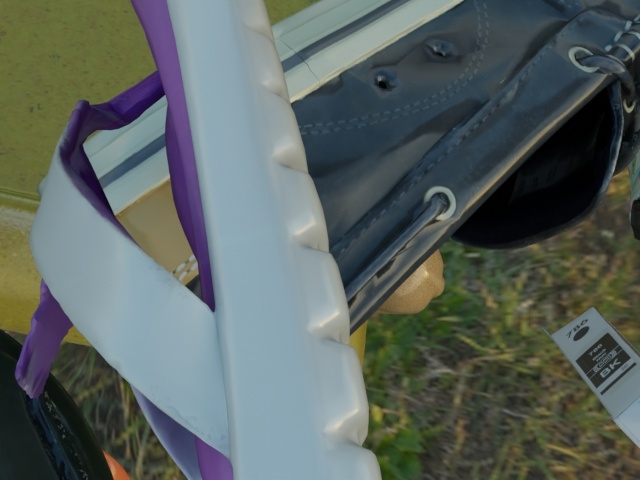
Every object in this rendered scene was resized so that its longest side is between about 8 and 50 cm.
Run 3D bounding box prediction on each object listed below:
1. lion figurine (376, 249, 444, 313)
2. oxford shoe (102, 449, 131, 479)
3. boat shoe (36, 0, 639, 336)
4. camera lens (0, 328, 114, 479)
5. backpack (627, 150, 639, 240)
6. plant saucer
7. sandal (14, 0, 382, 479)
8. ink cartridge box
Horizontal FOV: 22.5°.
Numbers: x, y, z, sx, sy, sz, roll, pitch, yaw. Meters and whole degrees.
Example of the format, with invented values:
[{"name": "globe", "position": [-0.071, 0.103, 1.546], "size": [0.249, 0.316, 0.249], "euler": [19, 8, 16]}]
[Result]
[{"name": "lion figurine", "position": [0.000, 0.000, 1.361], "size": [0.392, 0.240, 0.142], "euler": [6, 98, -43]}, {"name": "oxford shoe", "position": [-0.176, 0.276, 1.304], "size": [0.098, 0.097, 0.271], "euler": [-62, 141, -36]}, {"name": "boat shoe", "position": [0.092, -0.078, 0.821], "size": [0.500, 0.187, 0.156], "euler": [-33, 90, -32]}, {"name": "camera lens", "position": [-0.241, 0.165, 0.737], "size": [0.274, 0.219, 0.219], "euler": [-34, 93, 30]}, {"name": "backpack", "position": [0.288, -0.042, 1.025], "size": [0.182, 0.115, 0.152], "euler": [-12, 133, 25]}, {"name": "plant saucer", "position": [-0.103, -0.101, 0.989], "size": [0.332, 0.081, 0.333], "euler": [12, 69, -13]}, {"name": "sandal", "position": [-0.045, 0.031, 0.489], "size": [0.102, 0.169, 0.416], "euler": [-11, 55, -3]}, {"name": "ink cartridge box", "position": [0.327, 0.164, 1.616], "size": [0.065, 0.333, 0.165], "euler": [-44, 102, 5]}]
